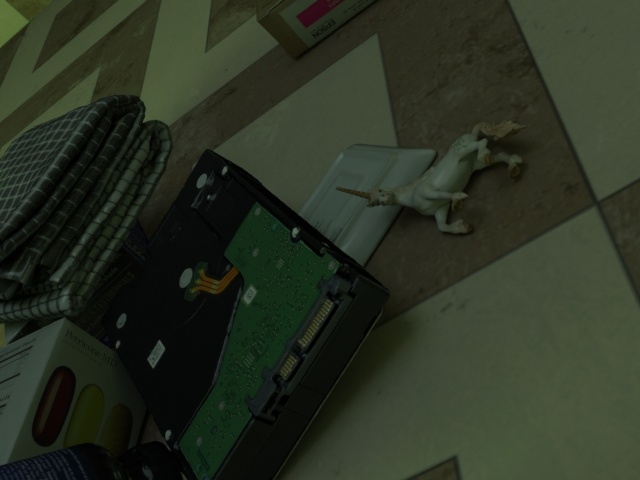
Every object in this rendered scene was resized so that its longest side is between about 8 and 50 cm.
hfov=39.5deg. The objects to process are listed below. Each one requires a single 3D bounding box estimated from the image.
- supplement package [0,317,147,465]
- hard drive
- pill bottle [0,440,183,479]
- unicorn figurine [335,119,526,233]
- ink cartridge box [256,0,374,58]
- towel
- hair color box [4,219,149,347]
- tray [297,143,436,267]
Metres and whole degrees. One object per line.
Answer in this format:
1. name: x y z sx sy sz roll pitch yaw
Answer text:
1. supplement package: -0.288 0.227 0.908 0.133 0.139 0.244 -24 39 33
2. hard drive: -0.092 0.068 0.871 0.237 0.064 0.339 -58 34 5
3. pill bottle: -0.226 0.238 0.732 0.122 0.219 0.123 22 117 54
4. unicorn figurine: 0.114 -0.054 0.834 0.161 0.060 0.111 -34 30 -11
5. ink cartridge box: 0.021 -0.397 1.282 0.234 0.088 0.193 -31 36 21
6. towel: -0.332 -0.041 1.077 0.235 0.121 0.284 -8 47 44
7. hair color box: -0.337 0.025 1.219 0.185 0.110 0.339 -43 30 1
8. tray: 0.000 0.000 0.925 0.145 0.030 0.270 13 65 53
